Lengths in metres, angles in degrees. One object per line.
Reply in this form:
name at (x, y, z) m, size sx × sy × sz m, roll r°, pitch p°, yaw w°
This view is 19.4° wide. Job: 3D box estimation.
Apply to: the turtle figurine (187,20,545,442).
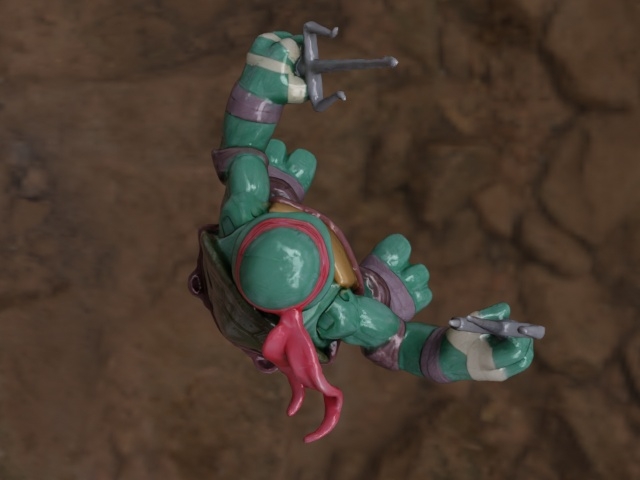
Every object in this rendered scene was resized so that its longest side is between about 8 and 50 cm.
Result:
turtle figurine at (0.000, 0.000, 0.796) m, size 0.118 × 0.234 × 0.175 m, roll -30°, pitch 90°, yaw -1°
